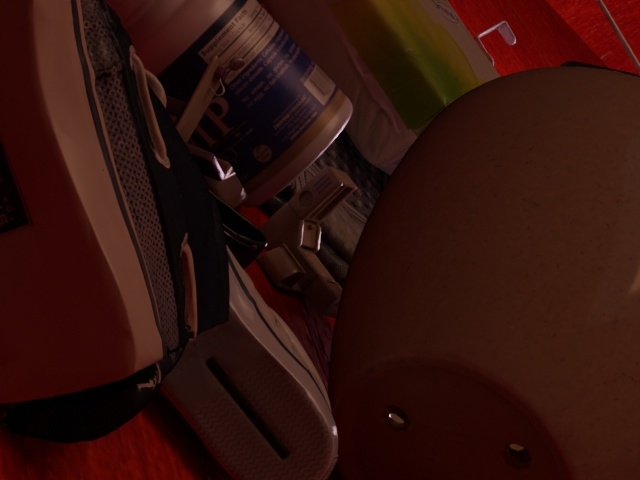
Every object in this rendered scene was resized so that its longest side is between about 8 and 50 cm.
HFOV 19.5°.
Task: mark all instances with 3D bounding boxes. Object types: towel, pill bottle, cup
[{"bbox_3d":[0.056,-0.021,1.592,0.324,0.056,0.312,45,17,-24],"label":"towel"},{"bbox_3d":[-0.077,-0.125,1.340,0.187,0.112,0.112,46,16,-11],"label":"pill bottle"},{"bbox_3d":[0.137,0.087,1.187,0.331,0.331,0.237,51,42,-3],"label":"cup"}]

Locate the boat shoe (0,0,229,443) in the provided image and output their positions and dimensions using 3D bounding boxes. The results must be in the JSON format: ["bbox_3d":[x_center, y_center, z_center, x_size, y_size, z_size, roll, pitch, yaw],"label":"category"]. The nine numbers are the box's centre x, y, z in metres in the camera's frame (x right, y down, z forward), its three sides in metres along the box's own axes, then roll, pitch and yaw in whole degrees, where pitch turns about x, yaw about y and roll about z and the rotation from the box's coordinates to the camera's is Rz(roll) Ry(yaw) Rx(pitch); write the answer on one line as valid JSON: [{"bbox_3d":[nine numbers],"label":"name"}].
[{"bbox_3d":[-0.141,-0.079,0.918,0.158,0.127,0.341,-27,104,-72],"label":"boat shoe"}]

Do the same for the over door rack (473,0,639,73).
[{"bbox_3d":[0.290,-0.145,2.149,0.108,0.239,0.324,-15,79,-34],"label":"over door rack"}]

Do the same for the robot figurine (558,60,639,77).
[{"bbox_3d":[0.262,-0.055,1.922,0.278,0.209,0.174,5,48,-28],"label":"robot figurine"}]

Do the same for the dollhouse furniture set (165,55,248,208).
[{"bbox_3d":[-0.083,-0.081,1.284,0.091,0.081,0.114,22,-16,19],"label":"dollhouse furniture set"}]

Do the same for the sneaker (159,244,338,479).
[{"bbox_3d":[-0.082,0.035,1.047,0.258,0.094,0.091,57,0,1],"label":"sneaker"}]

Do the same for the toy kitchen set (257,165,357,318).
[{"bbox_3d":[0.000,0.000,1.345,0.083,0.075,0.068,53,16,23],"label":"toy kitchen set"}]

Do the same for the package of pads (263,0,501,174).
[{"bbox_3d":[0.068,-0.165,1.682,0.229,0.101,0.296,23,32,-54],"label":"package of pads"}]

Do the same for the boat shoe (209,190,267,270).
[{"bbox_3d":[-0.092,-0.032,1.223,0.142,0.040,0.049,45,17,-22],"label":"boat shoe"}]
